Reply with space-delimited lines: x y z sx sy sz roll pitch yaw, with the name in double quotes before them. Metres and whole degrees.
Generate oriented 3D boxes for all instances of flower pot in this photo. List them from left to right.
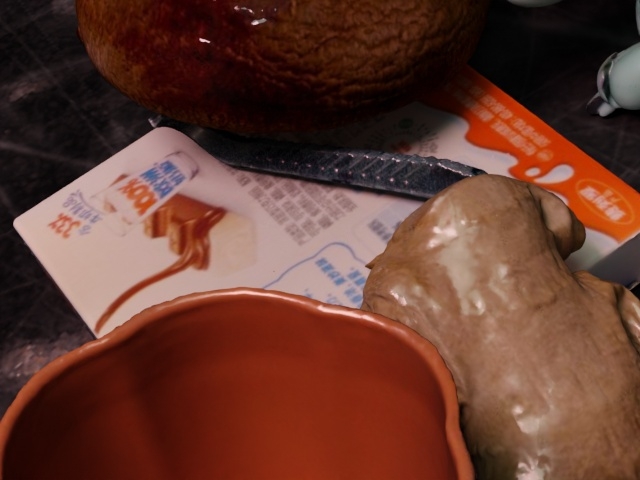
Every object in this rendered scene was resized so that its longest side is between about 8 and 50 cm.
"flower pot" -0.026 0.140 0.585 0.191 0.173 0.190 -5 43 5

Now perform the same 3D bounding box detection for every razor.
"razor" 0.004 -0.045 0.785 0.190 0.033 0.066 15 27 25

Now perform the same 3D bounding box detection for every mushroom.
"mushroom" -0.017 -0.150 0.794 0.231 0.138 0.194 -19 29 -22

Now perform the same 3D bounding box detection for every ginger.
"ginger" 0.100 0.076 0.653 0.137 0.074 0.213 -18 70 -8

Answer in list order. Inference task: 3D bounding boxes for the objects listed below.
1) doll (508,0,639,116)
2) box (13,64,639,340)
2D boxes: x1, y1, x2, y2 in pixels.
"doll" 0.174 -0.140 0.788 0.159 0.159 0.059 0 27 25
"box" 0.000 0.000 0.798 0.265 0.048 0.273 -33 48 -11
